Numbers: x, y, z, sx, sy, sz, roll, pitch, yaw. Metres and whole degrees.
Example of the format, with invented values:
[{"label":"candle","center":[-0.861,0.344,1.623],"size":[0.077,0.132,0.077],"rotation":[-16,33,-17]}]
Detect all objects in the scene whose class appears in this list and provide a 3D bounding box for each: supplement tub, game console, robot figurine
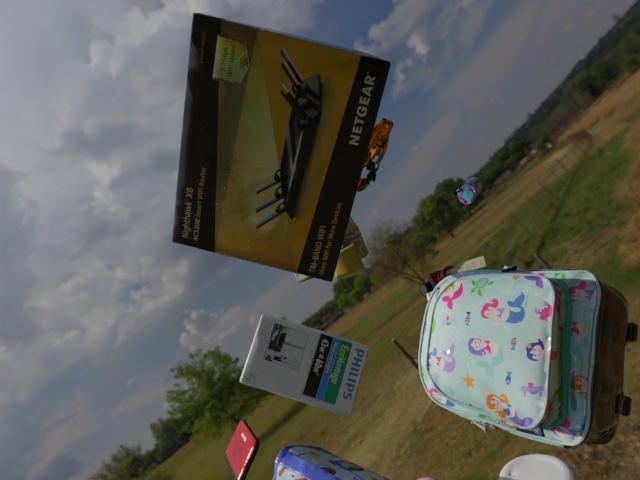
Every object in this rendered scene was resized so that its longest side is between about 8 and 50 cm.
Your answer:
[{"label":"supplement tub","center":[0.629,0.783,1.233],"size":[0.206,0.339,0.207],"rotation":[-20,6,2]},{"label":"game console","center":[-0.139,0.456,0.926],"size":[0.124,0.085,0.144],"rotation":[-65,19,-12]},{"label":"robot figurine","center":[0.123,-0.300,1.576],"size":[0.085,0.210,0.291],"rotation":[-84,17,-62]}]

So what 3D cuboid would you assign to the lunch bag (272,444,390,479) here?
[{"label":"lunch bag","center":[0.064,0.739,1.250],"size":[0.239,0.327,0.386],"rotation":[-47,-49,-37]}]

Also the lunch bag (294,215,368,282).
[{"label":"lunch bag","center":[0.000,0.000,1.815],"size":[0.304,0.256,0.212],"rotation":[-22,-1,30]}]

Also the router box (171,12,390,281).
[{"label":"router box","center":[-0.062,-0.118,0.626],"size":[0.081,0.242,0.309],"rotation":[-75,-2,-65]}]

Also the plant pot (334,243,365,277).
[{"label":"plant pot","center":[0.073,0.070,1.346],"size":[0.083,0.081,0.081],"rotation":[-24,-11,-7]}]

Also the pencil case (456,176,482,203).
[{"label":"pencil case","center":[0.517,-0.174,1.581],"size":[0.070,0.064,0.151],"rotation":[-50,-8,32]}]

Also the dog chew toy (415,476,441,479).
[{"label":"dog chew toy","center":[0.409,0.929,1.456],"size":[0.206,0.332,0.206],"rotation":[-45,-4,-4]}]

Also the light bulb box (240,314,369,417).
[{"label":"light bulb box","center":[-0.049,0.413,1.571],"size":[0.358,0.360,0.226],"rotation":[92,-165,-80]}]

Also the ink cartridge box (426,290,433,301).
[{"label":"ink cartridge box","center":[0.273,0.168,1.042],"size":[0.029,0.063,0.115],"rotation":[-23,-42,2]}]

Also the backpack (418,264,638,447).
[{"label":"backpack","center":[0.252,0.145,0.626],"size":[0.253,0.190,0.226],"rotation":[-4,72,56]}]

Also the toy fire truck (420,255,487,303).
[{"label":"toy fire truck","center":[0.505,0.179,1.655],"size":[0.158,0.217,0.246],"rotation":[-13,-28,-19]}]

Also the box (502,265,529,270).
[{"label":"box","center":[0.680,0.223,1.404],"size":[0.262,0.230,0.127],"rotation":[-78,-1,-51]}]
